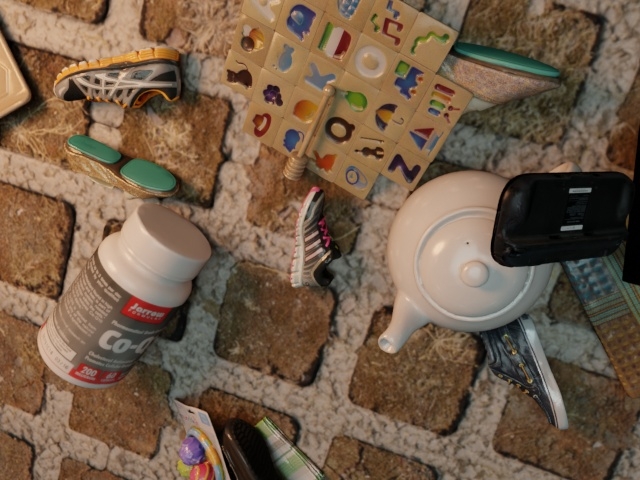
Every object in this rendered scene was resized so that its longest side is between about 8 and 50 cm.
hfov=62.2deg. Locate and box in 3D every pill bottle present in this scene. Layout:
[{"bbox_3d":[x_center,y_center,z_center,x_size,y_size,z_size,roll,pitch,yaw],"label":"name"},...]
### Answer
[{"bbox_3d":[-0.314,0.089,0.861,0.161,0.161,0.283,41,105,1],"label":"pill bottle"}]

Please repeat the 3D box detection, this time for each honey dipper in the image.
[{"bbox_3d":[-0.014,-0.160,0.792,0.031,0.030,0.160,32,125,4],"label":"honey dipper"}]

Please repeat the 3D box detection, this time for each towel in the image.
[{"bbox_3d":[0.564,0.044,0.749,0.370,0.040,0.271,-27,93,16],"label":"towel"},{"bbox_3d":[-0.083,0.402,0.946,0.152,0.023,0.113,45,104,0],"label":"towel"}]

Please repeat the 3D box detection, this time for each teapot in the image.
[{"bbox_3d":[0.212,0.020,0.734,0.253,0.187,0.255,1,100,10],"label":"teapot"}]

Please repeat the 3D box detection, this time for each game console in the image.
[{"bbox_3d":[0.352,-0.046,0.634,0.362,0.044,0.213,-5,102,-25],"label":"game console"}]

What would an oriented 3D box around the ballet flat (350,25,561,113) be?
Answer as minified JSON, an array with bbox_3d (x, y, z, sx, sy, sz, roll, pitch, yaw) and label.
[{"bbox_3d":[0.168,-0.238,0.751,0.316,0.107,0.106,23,124,11],"label":"ballet flat"}]

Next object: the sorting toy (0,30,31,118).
[{"bbox_3d":[-0.608,-0.291,0.916,0.193,0.038,0.208,-23,91,14],"label":"sorting toy"}]

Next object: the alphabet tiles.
[{"bbox_3d":[0.024,-0.220,0.759,0.343,0.011,0.285,30,129,4],"label":"alphabet tiles"}]

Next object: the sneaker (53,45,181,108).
[{"bbox_3d":[-0.322,-0.246,0.843,0.215,0.084,0.083,-9,103,11],"label":"sneaker"}]

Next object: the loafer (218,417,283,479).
[{"bbox_3d":[-0.119,0.410,0.905,0.078,0.080,0.219,-27,92,16],"label":"loafer"}]

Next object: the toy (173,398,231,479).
[{"bbox_3d":[-0.207,0.403,0.920,0.137,0.056,0.237,-7,106,50],"label":"toy"}]

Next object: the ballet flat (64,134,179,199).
[{"bbox_3d":[-0.330,-0.109,0.886,0.206,0.073,0.067,27,131,8],"label":"ballet flat"}]

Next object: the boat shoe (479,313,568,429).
[{"bbox_3d":[0.312,0.209,0.817,0.083,0.065,0.183,-21,89,15],"label":"boat shoe"}]

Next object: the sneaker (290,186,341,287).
[{"bbox_3d":[0.000,0.000,0.836,0.075,0.063,0.170,11,107,9],"label":"sneaker"}]
